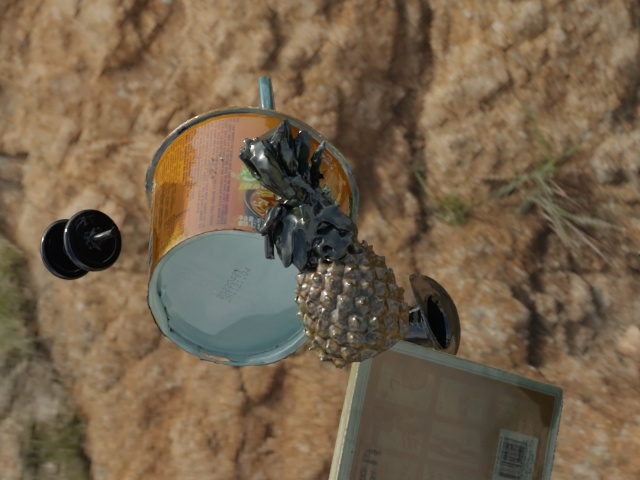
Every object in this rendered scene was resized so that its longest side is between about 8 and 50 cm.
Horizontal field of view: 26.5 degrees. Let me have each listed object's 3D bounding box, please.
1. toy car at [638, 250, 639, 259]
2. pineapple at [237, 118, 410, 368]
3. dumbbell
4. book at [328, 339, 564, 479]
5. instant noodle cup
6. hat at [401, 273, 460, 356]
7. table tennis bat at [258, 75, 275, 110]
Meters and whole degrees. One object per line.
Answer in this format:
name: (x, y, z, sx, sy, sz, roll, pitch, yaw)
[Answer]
toy car: (0.384, 0.098, 1.306, 0.076, 0.090, 0.224, -32, 95, 9)
pineapple: (0.000, 0.000, 0.868, 0.074, 0.074, 0.159, -24, 101, 18)
dumbbell: (-0.260, 0.005, 1.471, 0.147, 0.069, 0.069, -17, 69, 51)
book: (0.124, 0.196, 1.295, 0.018, 0.241, 0.170, -8, 67, 60)
instant noodle cup: (-0.077, 0.005, 1.380, 0.230, 0.230, 0.182, -23, 31, 18)
hat: (0.112, 0.091, 1.485, 0.050, 0.121, 0.121, -18, 71, 21)
table tennis bat: (-0.060, -0.115, 1.693, 0.033, 0.124, 0.201, -9, 55, 0)
